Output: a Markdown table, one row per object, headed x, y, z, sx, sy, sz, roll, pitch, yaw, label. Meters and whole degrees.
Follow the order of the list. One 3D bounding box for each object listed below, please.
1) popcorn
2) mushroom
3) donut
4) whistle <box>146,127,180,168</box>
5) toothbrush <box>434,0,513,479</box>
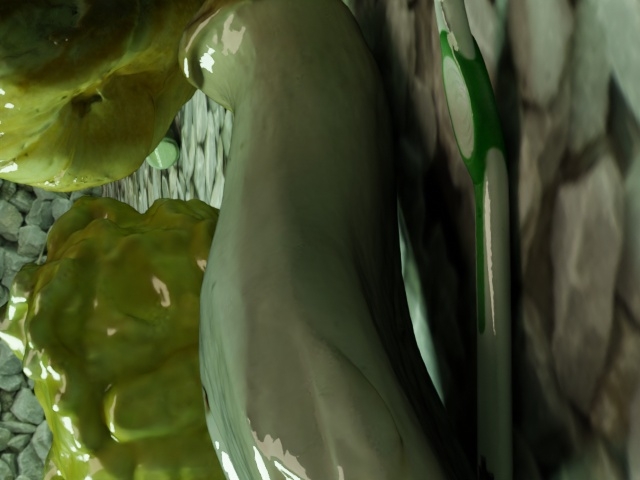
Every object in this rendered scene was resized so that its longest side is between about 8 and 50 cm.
| x | y | z | sx | sy | sz | roll | pitch | yaw | label |
| --- | --- | --- | --- | --- | --- | --- | --- | --- | --- |
| -0.125 | 0.084 | 0.810 | 0.249 | 0.225 | 0.249 | 177 | 90 | -66 | popcorn |
| 0.000 | 0.000 | 0.529 | 0.159 | 0.122 | 0.328 | 118 | 150 | -49 | mushroom |
| -0.267 | -0.204 | 1.057 | 0.170 | 0.361 | 0.360 | 102 | 160 | -45 | donut |
| -0.231 | -0.170 | 1.492 | 0.258 | 0.067 | 0.126 | -122 | 18 | -54 | whistle |
| 0.059 | -0.044 | 0.442 | 0.030 | 0.030 | 0.303 | -170 | 77 | -75 | toothbrush |
